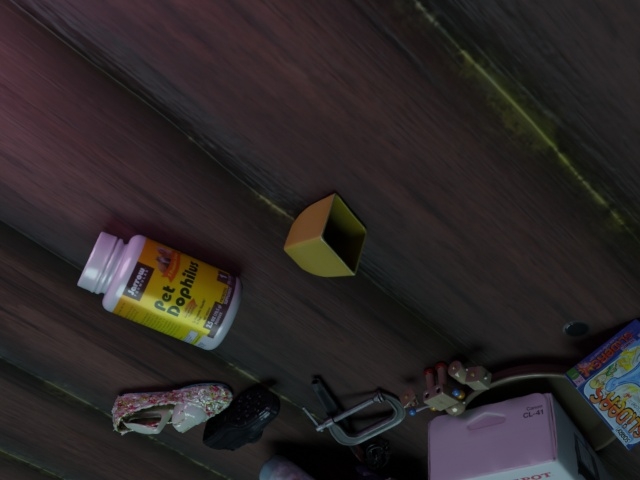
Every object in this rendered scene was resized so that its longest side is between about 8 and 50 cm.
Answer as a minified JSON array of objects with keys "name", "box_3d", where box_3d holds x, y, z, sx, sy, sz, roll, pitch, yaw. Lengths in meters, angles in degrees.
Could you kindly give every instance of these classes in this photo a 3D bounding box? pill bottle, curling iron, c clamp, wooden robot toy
[{"name":"pill bottle","box_3d":[-0.229,0.068,1.022,0.215,0.117,0.117,25,133,-16]},{"name":"curling iron","box_3d":[0.053,0.335,1.306,0.068,0.035,0.274,-29,122,9]},{"name":"c clamp","box_3d":[0.067,0.310,1.257,0.161,0.022,0.137,-24,122,5]},{"name":"wooden robot toy","box_3d":[0.215,0.248,1.163,0.079,0.076,0.173,37,129,-24]}]

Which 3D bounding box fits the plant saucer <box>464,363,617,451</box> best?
[{"name":"plant saucer","box_3d":[0.370,0.294,1.213,0.278,0.041,0.277,4,134,4]}]

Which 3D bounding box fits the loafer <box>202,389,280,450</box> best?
[{"name":"loafer","box_3d":[-0.134,0.332,1.303,0.078,0.076,0.223,27,137,-25]}]

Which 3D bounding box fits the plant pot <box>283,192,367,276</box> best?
[{"name":"plant pot","box_3d":[0.000,0.000,0.953,0.083,0.081,0.081,-15,131,35]}]

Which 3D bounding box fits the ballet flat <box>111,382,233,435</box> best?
[{"name":"ballet flat","box_3d":[-0.274,0.317,1.303,0.241,0.077,0.091,-11,130,18]}]

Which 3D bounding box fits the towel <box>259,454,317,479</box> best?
[{"name":"towel","box_3d":[0.055,0.595,1.416,0.321,0.090,0.374,22,150,33]}]

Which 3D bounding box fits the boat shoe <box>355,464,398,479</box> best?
[{"name":"boat shoe","box_3d":[0.152,0.553,1.465,0.158,0.127,0.340,23,154,28]}]

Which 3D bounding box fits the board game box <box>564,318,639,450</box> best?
[{"name":"board game box","box_3d":[0.479,0.226,1.095,0.136,0.035,0.201,-41,121,8]}]

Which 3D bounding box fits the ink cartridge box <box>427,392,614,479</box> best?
[{"name":"ink cartridge box","box_3d":[0.349,0.409,1.211,0.226,0.131,0.306,-23,129,28]}]
